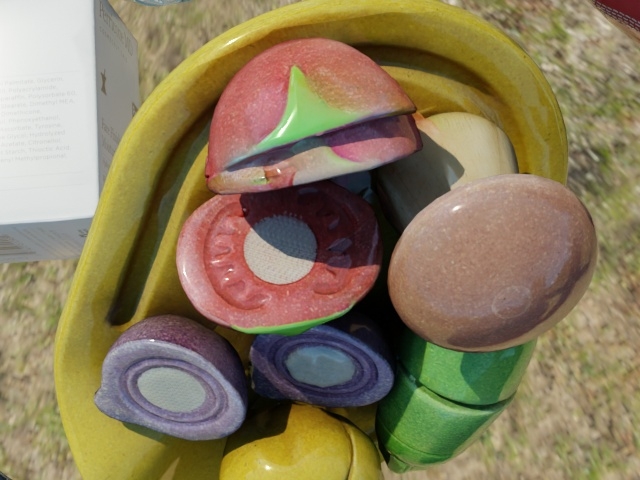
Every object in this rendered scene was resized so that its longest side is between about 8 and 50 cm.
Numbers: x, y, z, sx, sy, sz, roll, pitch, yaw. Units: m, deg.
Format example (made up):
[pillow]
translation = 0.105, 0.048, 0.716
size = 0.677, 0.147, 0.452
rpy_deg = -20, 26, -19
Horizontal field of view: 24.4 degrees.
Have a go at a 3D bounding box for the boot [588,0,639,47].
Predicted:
[boot]
translation = 0.202, -0.060, 0.588
size = 0.088, 0.244, 0.176
rpy_deg = -46, 67, 28

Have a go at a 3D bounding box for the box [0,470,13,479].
[box]
translation = -0.137, 0.249, 0.876
size = 0.184, 0.261, 0.103
rpy_deg = 31, 69, 7

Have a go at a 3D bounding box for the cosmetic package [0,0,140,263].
[cosmetic package]
translation = -0.227, -0.086, 1.141
size = 0.151, 0.151, 0.184
rpy_deg = -4, 80, 5

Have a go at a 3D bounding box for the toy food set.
[toy food set]
translation = 0.009, 0.013, 0.377
size = 0.128, 0.071, 0.218
rpy_deg = 7, 126, -22

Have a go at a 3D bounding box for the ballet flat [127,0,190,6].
[ballet flat]
translation = -0.124, -0.272, 1.465
size = 0.248, 0.086, 0.086
rpy_deg = -5, 109, 12
